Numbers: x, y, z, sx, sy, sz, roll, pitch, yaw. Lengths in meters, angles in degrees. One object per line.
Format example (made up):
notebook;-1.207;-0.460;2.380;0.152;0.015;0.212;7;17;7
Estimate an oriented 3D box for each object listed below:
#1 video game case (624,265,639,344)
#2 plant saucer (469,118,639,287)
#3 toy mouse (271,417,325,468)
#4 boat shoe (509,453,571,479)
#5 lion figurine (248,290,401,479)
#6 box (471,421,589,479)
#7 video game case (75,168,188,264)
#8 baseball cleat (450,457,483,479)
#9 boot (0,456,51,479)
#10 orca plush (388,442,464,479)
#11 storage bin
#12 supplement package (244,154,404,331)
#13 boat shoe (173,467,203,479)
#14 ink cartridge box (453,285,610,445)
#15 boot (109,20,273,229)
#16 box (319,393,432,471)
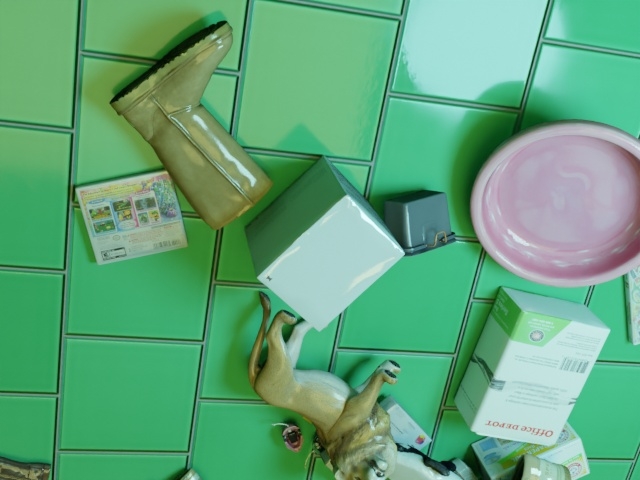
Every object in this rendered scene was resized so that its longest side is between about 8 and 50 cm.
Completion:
video game case;0.727;0.092;1.611;0.227;0.026;0.206;-16;115;-4
plant saucer;0.431;-0.070;1.389;0.332;0.084;0.332;9;127;12
toy mouse;-0.022;0.384;1.575;0.161;0.031;0.143;0;113;-16
boat shoe;0.366;0.570;1.579;0.110;0.121;0.341;24;103;-5
lion figurine;-0.005;0.286;1.469;0.392;0.142;0.240;34;102;0
box;0.437;0.454;1.661;0.203;0.114;0.103;-24;117;-2
video game case;-0.314;-0.040;1.335;0.157;0.019;0.143;-12;115;-6
baseball cleat;0.246;0.502;1.676;0.206;0.072;0.109;17;95;-23
boot;-0.571;0.455;1.487;0.114;0.037;0.106;13;97;-20
orca plush;0.254;0.461;1.548;0.287;0.102;0.151;16;128;22
storage bin;0.172;-0.033;1.386;0.135;0.098;0.091;-17;109;-36
supplement package;0.000;0.000;1.317;0.194;0.203;0.149;-42;115;9
boat shoe;-0.318;0.509;1.558;0.190;0.068;0.072;-33;104;-7
ink cartridge box;0.408;0.249;1.563;0.198;0.115;0.273;13;110;-17
boot;-0.165;-0.181;1.273;0.236;0.089;0.269;-33;117;14
box;0.112;0.415;1.597;0.186;0.038;0.145;-40;122;1
